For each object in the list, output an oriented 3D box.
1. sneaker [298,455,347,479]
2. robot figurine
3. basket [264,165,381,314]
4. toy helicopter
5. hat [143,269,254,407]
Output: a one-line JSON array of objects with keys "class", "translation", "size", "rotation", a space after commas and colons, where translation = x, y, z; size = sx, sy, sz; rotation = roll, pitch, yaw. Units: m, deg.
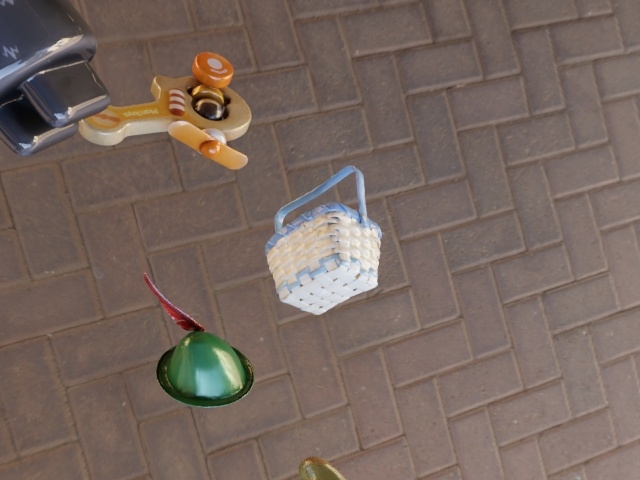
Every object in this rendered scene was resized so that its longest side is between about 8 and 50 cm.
[{"class": "sneaker", "translation": [0.018, 0.446, 0.902], "size": [0.192, 0.086, 0.064], "rotation": [40, 115, 27]}, {"class": "robot figurine", "translation": [-0.347, -0.225, 0.547], "size": [0.209, 0.174, 0.278], "rotation": [-39, 106, -15]}, {"class": "basket", "translation": [0.000, 0.000, 1.196], "size": [0.201, 0.255, 0.288], "rotation": [24, 46, -42]}, {"class": "toy helicopter", "translation": [-0.289, -0.233, 1.077], "size": [0.355, 0.140, 0.235], "rotation": [-21, 68, -40]}, {"class": "hat", "translation": [-0.203, 0.173, 0.973], "size": [0.209, 0.173, 0.183], "rotation": [0, 122, -29]}]
